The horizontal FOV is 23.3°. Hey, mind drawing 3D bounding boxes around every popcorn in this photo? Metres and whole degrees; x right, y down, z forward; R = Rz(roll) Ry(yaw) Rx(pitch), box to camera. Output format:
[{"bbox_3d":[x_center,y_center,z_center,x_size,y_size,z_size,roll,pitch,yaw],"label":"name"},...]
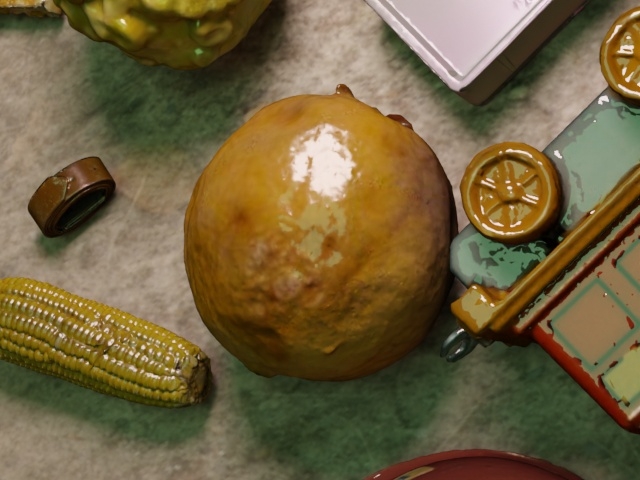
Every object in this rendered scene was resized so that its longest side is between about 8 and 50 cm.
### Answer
[{"bbox_3d":[-0.145,-0.250,1.331,0.192,0.233,0.266,-61,25,29],"label":"popcorn"}]

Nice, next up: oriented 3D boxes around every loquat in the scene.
[{"bbox_3d":[0.000,0.000,1.236,0.238,0.193,0.238,-9,73,33],"label":"loquat"}]

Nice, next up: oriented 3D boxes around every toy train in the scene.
[{"bbox_3d":[0.246,-0.011,1.159,0.369,0.163,0.232,-45,72,11],"label":"toy train"}]

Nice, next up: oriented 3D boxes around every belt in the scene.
[{"bbox_3d":[-0.226,-0.038,1.407,0.083,0.059,0.036,-39,69,11],"label":"belt"}]

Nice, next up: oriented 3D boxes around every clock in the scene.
[{"bbox_3d":[0.145,-0.225,1.284,0.192,0.071,0.147,-45,68,9],"label":"clock"}]

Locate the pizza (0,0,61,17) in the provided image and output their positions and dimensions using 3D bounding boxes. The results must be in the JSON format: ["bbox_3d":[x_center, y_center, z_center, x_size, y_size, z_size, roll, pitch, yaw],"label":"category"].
[{"bbox_3d":[-0.311,-0.261,1.489,0.131,0.041,0.178,-47,68,6],"label":"pizza"}]

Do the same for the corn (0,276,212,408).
[{"bbox_3d":[-0.202,0.090,1.367,0.231,0.080,0.080,15,87,24],"label":"corn"}]

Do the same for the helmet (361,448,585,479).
[{"bbox_3d":[0.102,0.308,1.070,0.385,0.230,0.337,-35,76,-12],"label":"helmet"}]
